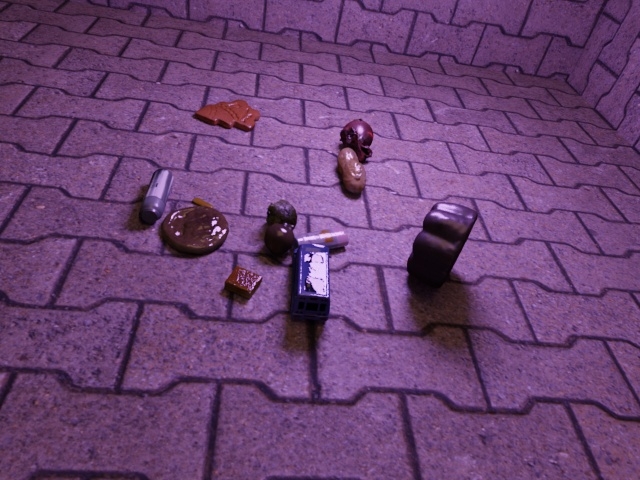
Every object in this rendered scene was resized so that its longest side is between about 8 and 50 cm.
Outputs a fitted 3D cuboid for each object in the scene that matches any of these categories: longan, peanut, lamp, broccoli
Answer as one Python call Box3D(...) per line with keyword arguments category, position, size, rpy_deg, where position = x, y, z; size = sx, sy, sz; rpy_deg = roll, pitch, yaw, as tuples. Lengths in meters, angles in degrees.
Box3D(category="longan", position=(-0.138, -0.012, 1.671), size=(0.106, 0.106, 0.119), rpy_deg=(32, 73, 21))
Box3D(category="peanut", position=(0.132, -0.302, 2.077), size=(0.101, 0.117, 0.263), rpy_deg=(17, 33, -26))
Box3D(category="lamp", position=(0.171, -0.479, 2.232), size=(0.151, 0.215, 0.223), rpy_deg=(-41, 39, 7))
Box3D(category="broccoli", position=(-0.142, -0.085, 1.758), size=(0.120, 0.130, 0.131), rpy_deg=(-11, 36, 37))

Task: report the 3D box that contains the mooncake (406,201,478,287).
Box3D(category="mooncake", position=(0.401, 0.014, 1.638), size=(0.154, 0.306, 0.306), rpy_deg=(24, 41, 15))

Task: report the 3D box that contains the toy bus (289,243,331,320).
Box3D(category="toy bus", position=(-0.028, 0.109, 1.541), size=(0.125, 0.133, 0.292), rpy_deg=(7, 41, -6))

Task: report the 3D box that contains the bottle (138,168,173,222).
Box3D(category="bottle", position=(-0.593, -0.160, 1.748), size=(0.096, 0.079, 0.254), rpy_deg=(-24, 39, 16))

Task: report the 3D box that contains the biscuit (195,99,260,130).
Box3D(category="biscuit", position=(-0.441, -0.604, 2.320), size=(0.306, 0.043, 0.284), rpy_deg=(-6, 44, -21))

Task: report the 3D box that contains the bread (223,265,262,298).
Box3D(category="bread", position=(-0.244, 0.130, 1.535), size=(0.094, 0.035, 0.090), rpy_deg=(22, 41, 10))

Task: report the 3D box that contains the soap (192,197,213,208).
Box3D(category="soap", position=(-0.436, -0.137, 1.808), size=(0.089, 0.012, 0.034), rpy_deg=(28, 42, 16))

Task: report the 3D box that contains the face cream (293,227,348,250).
Box3D(category="face cream", position=(0.000, 0.000, 1.732), size=(0.198, 0.057, 0.084), rpy_deg=(-12, 51, -25))

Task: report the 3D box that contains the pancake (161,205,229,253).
Box3D(category="pancake", position=(-0.433, -0.049, 1.679), size=(0.242, 0.050, 0.242), rpy_deg=(8, 40, -6))
